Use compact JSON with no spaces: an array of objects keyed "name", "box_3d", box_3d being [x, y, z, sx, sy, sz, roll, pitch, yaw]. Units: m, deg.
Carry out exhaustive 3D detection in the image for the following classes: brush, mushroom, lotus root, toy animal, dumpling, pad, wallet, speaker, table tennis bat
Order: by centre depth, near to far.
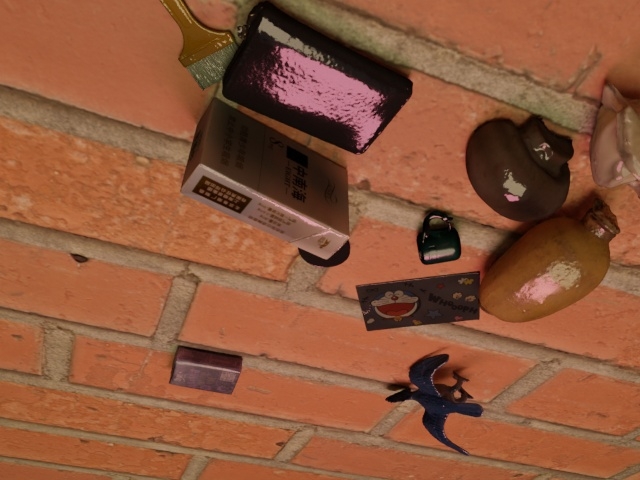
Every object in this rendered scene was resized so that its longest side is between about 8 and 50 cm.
[{"name":"brush","box_3d":[-0.176,-0.287,0.731,0.083,0.011,0.205,-19,134,19]},{"name":"wallet","box_3d":[-0.010,-0.211,0.785,0.250,0.044,0.149,19,134,-23]},{"name":"dumpling","box_3d":[0.440,-0.127,0.816,0.118,0.136,0.199,-20,124,31]},{"name":"mushroom","box_3d":[0.307,-0.092,0.878,0.188,0.117,0.141,22,145,-28]},{"name":"speaker","box_3d":[0.205,-0.002,1.004,0.075,0.060,0.095,-11,136,10]},{"name":"lotus root","box_3d":[0.392,0.056,1.013,0.146,0.131,0.303,21,134,-23]},{"name":"table tennis bat","box_3d":[0.000,0.000,1.042,0.095,0.014,0.158,-10,138,13]},{"name":"pad","box_3d":[0.205,0.129,1.190,0.245,0.006,0.170,-7,137,9]},{"name":"toy animal","box_3d":[0.274,0.384,1.362,0.176,0.239,0.255,-21,-175,-16]}]

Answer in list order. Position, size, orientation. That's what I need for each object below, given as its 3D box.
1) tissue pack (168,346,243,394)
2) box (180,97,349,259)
[{"name":"tissue pack","box_3d":[-0.271,0.307,1.357,0.156,0.051,0.112,13,134,-13]},{"name":"box","box_3d":[-0.071,-0.087,0.844,0.242,0.155,0.067,26,133,-24]}]
